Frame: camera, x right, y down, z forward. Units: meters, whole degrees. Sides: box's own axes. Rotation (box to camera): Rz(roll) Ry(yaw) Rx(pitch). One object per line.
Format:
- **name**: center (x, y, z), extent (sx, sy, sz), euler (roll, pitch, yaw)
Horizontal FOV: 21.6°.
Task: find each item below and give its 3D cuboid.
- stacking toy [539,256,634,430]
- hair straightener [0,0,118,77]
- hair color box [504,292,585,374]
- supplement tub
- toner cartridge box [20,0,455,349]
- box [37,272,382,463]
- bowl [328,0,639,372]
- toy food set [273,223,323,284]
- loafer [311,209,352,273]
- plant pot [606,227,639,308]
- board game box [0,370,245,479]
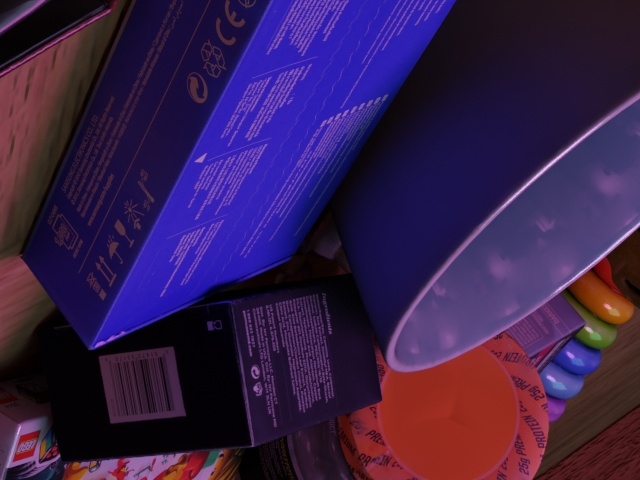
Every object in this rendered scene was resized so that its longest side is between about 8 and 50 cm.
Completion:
- **stacking toy**: center (0.303, 0.079, 1.922), extent (0.330, 0.141, 0.141), euler (-49, 161, 18)
- **hair straightener**: center (-0.185, -0.075, 0.657), extent (0.230, 0.047, 0.089), euler (-29, 161, -16)
- **hair color box**: center (0.071, 0.159, 1.657), extent (0.374, 0.113, 0.185), euler (-25, 159, -36)
- **supplement tub**: center (0.049, 0.151, 1.321), extent (0.194, 0.193, 0.316), euler (-33, 180, -18)
- **toner cartridge box**: center (-0.030, -0.089, 0.873), extent (0.165, 0.075, 0.348), euler (-26, 159, -40)
- **box**: center (-0.068, 0.081, 1.085), extent (0.156, 0.093, 0.158), euler (-9, -179, 33)
- **bowl**: center (0.117, -0.075, 1.062), extent (0.312, 0.163, 0.311), euler (-36, 163, -13)
- **toy food set**: center (0.000, 0.000, 1.262), extent (0.122, 0.019, 0.078), euler (-41, 163, -27)
- **loafer**: center (0.073, 0.006, 1.269), extent (0.094, 0.087, 0.251), euler (-53, 164, 16)
- **plant pot**: center (0.404, -0.049, 1.620), extent (0.254, 0.276, 0.276), euler (-21, 158, -19)
- **board game box**: center (-0.158, 0.173, 1.207), extent (0.305, 0.053, 0.193), euler (-12, 126, -57)
